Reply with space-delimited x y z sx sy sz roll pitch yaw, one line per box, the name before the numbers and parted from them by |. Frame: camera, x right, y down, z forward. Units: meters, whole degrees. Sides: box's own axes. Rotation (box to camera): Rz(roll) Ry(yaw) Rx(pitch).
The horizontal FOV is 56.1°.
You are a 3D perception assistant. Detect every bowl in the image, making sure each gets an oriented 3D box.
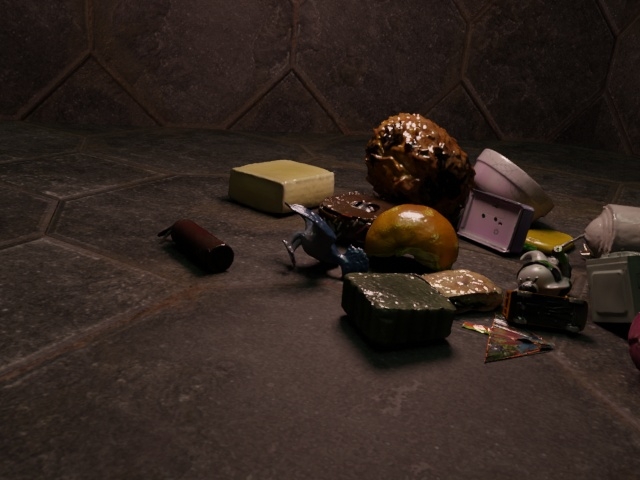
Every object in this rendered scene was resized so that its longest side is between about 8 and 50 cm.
bowl | 0.591 -0.148 1.931 0.287 0.144 0.287 40 7 -6

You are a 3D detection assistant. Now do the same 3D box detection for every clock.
clock | 0.502 -0.054 1.734 0.073 0.145 0.193 5 16 -39

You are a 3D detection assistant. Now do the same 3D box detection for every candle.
candle | 0.819 -0.004 1.629 0.330 0.188 0.187 8 20 10

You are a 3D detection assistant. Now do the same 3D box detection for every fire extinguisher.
fire extinguisher | -0.315 0.006 1.478 0.089 0.072 0.267 -44 40 -16

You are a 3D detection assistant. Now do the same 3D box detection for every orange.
orange | 0.231 -0.009 1.514 0.237 0.159 0.179 11 15 19

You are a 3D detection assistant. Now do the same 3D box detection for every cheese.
cheese | -0.124 -0.180 1.960 0.242 0.124 0.265 23 25 32

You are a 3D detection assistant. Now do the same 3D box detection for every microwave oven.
microwave oven | 0.705 0.103 1.315 0.208 0.163 0.122 -2 -5 -22

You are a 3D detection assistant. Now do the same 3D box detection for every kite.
kite | 0.374 0.193 1.204 0.183 0.014 0.241 13 22 23

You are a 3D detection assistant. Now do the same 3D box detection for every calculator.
calculator | 0.663 0.001 1.788 0.234 0.032 0.146 -11 25 -43

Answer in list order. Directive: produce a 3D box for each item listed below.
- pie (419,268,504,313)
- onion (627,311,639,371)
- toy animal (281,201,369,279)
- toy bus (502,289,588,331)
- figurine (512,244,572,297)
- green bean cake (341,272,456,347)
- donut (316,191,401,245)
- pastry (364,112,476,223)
pie | 0.302 0.108 1.368 0.218 0.052 0.185 -3 22 -17
onion | 0.662 0.197 1.047 0.207 0.201 0.201 25 18 -8
toy animal | 0.000 0.000 1.461 0.176 0.256 0.239 -20 -19 -3
toy bus | 0.474 0.146 1.271 0.162 0.070 0.074 8 3 3
figurine | 0.520 0.086 1.401 0.192 0.126 0.147 -24 -1 -43
green bean cake | 0.152 0.132 1.196 0.184 0.094 0.183 -3 21 -23
donut | 0.121 -0.062 1.725 0.269 0.103 0.270 5 22 -2
pastry | 0.318 -0.208 1.873 0.337 0.292 0.405 44 12 19
